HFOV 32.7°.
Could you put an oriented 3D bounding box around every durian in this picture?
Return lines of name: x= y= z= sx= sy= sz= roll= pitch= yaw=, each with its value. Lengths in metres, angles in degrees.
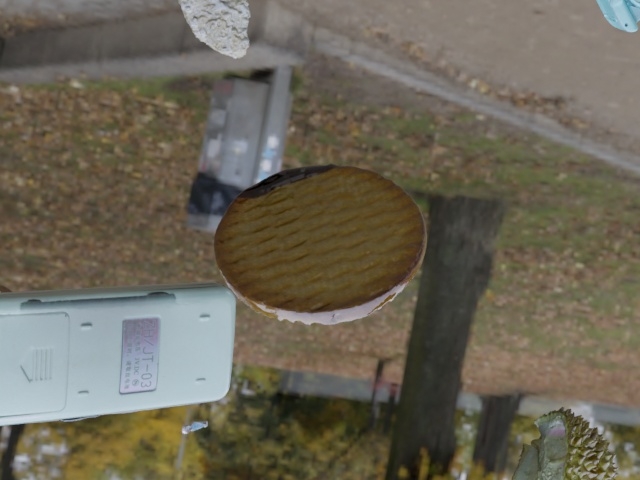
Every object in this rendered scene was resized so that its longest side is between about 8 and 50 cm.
durian: x=0.365 y=0.377 z=1.619 sx=0.137 sy=0.237 sz=0.193 roll=34 pitch=151 yaw=-8

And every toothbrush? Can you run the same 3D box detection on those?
toothbrush: x=-0.179 y=0.267 z=1.570 sx=0.017 sy=0.014 sz=0.162 roll=-1 pitch=173 yaw=2

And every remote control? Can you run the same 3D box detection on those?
remote control: x=-0.230 y=0.118 z=1.148 sx=0.296 sy=0.140 sz=0.056 roll=-2 pitch=-169 yaw=-31

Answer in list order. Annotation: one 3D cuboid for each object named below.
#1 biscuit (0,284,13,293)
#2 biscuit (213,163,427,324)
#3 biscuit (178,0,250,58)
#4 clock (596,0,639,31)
biscuit: x=-0.524 y=0.064 z=1.588 sx=0.205 sy=0.031 sz=0.138 roll=34 pitch=-143 yaw=-11
biscuit: x=0.000 y=0.000 z=1.615 sx=0.317 sy=0.318 sz=0.040 roll=10 pitch=138 yaw=16
biscuit: x=-0.167 y=-0.417 z=1.751 sx=0.133 sy=0.250 sz=0.032 roll=-3 pitch=-158 yaw=-28
clock: x=0.395 y=-0.330 z=1.308 sx=0.108 sy=0.147 sz=0.045 roll=52 pitch=-179 yaw=-29
